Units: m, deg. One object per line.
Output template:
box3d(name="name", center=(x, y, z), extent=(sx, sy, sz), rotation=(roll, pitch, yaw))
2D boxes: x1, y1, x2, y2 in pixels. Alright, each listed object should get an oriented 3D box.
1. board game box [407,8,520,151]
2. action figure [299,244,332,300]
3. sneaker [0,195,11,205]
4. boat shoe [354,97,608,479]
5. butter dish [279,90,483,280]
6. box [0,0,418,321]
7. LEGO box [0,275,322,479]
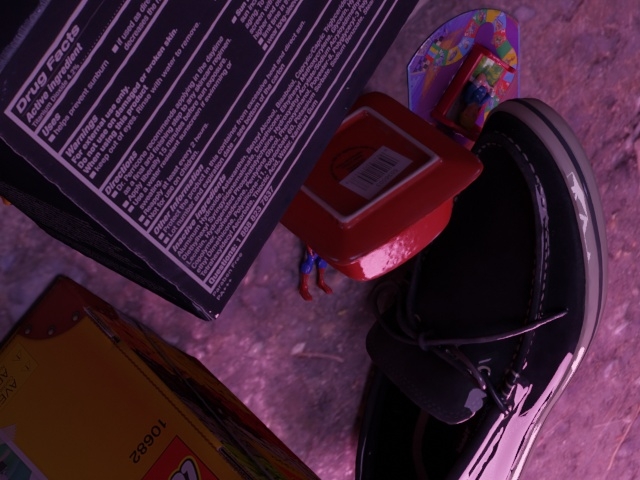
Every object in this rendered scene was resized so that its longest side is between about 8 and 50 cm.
box3d(name="board game box", center=(0.145, -0.130, 1.384), extent=(0.133, 0.033, 0.169), rotation=(-25, 131, -25))
box3d(name="action figure", center=(0.000, 0.000, 1.353), extent=(0.038, 0.030, 0.115), rotation=(-16, 124, -28))
box3d(name="sneaker", center=(-0.254, -0.089, 1.044), extent=(0.083, 0.084, 0.215), rotation=(-50, 138, 5))
box3d(name="boat shoe", center=(0.138, 0.096, 1.413), extent=(0.156, 0.187, 0.500), rotation=(-13, 134, -31))
box3d(name="butter dish", center=(0.041, -0.027, 1.275), extent=(0.160, 0.160, 0.118), rotation=(-34, 137, -19))
box3d(name="box", center=(-0.115, -0.157, 0.944), extent=(0.296, 0.182, 0.294), rotation=(-58, 148, -11))
box3d(name="LEGO box", center=(-0.211, 0.336, 1.146), extent=(0.500, 0.372, 0.193), rotation=(-51, 137, -1))
